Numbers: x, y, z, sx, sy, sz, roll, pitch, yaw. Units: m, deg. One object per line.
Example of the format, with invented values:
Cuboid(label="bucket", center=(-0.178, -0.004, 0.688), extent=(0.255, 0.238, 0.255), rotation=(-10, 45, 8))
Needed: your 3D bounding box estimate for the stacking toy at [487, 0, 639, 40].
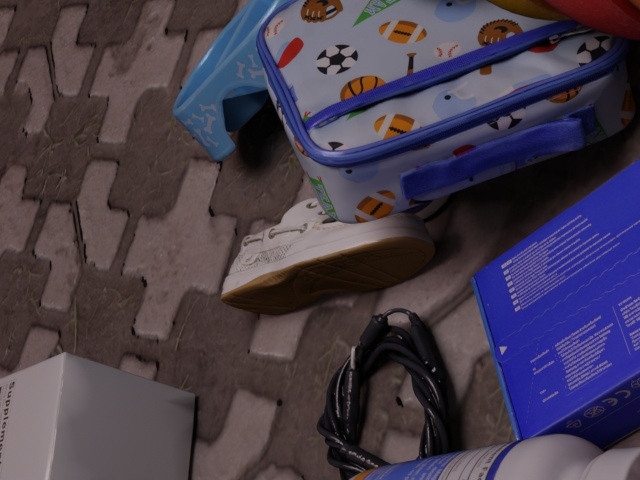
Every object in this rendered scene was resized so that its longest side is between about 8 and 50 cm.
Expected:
Cuboid(label="stacking toy", center=(0.191, -0.275, 1.005), extent=(0.480, 0.350, 0.350), rotation=(3, 74, 53))

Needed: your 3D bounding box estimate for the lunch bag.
Cuboid(label="lunch bag", center=(0.111, -0.145, 1.183), extent=(0.303, 0.115, 0.243), rotation=(-21, 44, -2))

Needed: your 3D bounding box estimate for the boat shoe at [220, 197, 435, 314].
Cuboid(label="boat shoe", center=(0.000, 0.000, 1.347), extent=(0.277, 0.098, 0.096), rotation=(-16, 60, 46))

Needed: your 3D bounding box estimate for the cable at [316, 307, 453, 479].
Cuboid(label="cable", center=(0.056, 0.159, 1.240), extent=(0.150, 0.047, 0.184), rotation=(-44, 43, 26))

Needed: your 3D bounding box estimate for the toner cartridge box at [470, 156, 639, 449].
Cuboid(label="toner cartridge box", center=(0.277, 0.013, 1.030), extent=(0.348, 0.075, 0.165), rotation=(-38, 45, 31))

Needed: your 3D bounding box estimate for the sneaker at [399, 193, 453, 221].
Cuboid(label="sneaker", center=(0.051, -0.159, 1.347), extent=(0.107, 0.124, 0.283), rotation=(-39, 45, 30))

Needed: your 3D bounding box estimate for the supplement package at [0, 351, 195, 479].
Cuboid(label="supplement package", center=(-0.296, 0.254, 1.500), extent=(0.293, 0.177, 0.175), rotation=(-22, 55, 42))

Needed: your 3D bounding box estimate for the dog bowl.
Cuboid(label="dog bowl", center=(-0.062, -0.200, 1.470), extent=(0.297, 0.074, 0.166), rotation=(-35, 24, 51))

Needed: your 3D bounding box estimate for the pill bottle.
Cuboid(label="pill bottle", center=(0.141, 0.225, 1.020), extent=(0.272, 0.152, 0.152), rotation=(-19, 57, 43))
